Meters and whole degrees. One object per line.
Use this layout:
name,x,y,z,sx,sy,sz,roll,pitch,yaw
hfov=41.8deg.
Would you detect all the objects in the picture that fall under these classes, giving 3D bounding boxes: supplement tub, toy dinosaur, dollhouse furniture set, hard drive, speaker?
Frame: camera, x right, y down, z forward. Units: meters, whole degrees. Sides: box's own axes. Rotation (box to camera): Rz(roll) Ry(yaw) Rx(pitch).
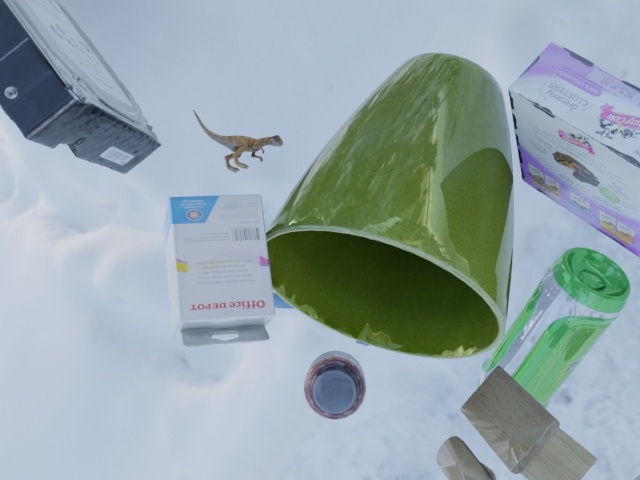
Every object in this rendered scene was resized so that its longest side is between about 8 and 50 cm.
supplement tub,0.024,0.245,1.423,0.106,0.198,0.106,0,87,2
toy dinosaur,-0.194,-0.218,1.910,0.064,0.212,0.112,128,149,-73
dollhouse furniture set,0.189,0.231,0.767,0.144,0.151,0.123,-50,17,3
hard drive,-0.299,-0.224,0.796,0.064,0.237,0.339,-39,83,3
speaker,0.353,0.152,1.299,0.131,0.131,0.296,62,142,38

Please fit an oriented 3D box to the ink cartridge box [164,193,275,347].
ink cartridge box,-0.103,0.037,0.829,0.090,0.092,0.143,129,137,-66

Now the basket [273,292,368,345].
basket,0.069,0.030,1.275,0.254,0.289,0.201,-78,-14,-58

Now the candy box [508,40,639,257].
candy box,0.280,-0.086,0.843,0.165,0.196,0.070,39,83,27

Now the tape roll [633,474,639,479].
tape roll,0.530,0.423,1.180,0.219,0.219,0.072,39,117,46

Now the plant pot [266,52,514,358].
plant pot,0.108,-0.059,0.949,0.275,0.275,0.293,-7,52,46
